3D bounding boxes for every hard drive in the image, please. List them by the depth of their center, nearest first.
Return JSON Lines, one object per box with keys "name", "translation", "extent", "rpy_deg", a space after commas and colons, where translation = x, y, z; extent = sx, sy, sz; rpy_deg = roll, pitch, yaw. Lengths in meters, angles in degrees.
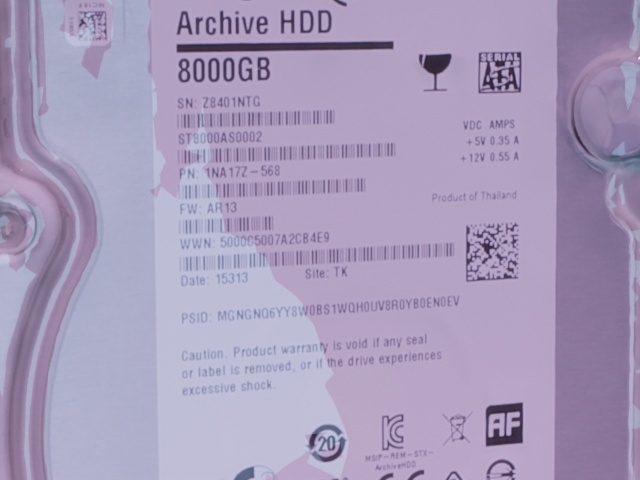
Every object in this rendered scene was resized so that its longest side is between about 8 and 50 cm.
{"name": "hard drive", "translation": [0.000, 0.000, 0.641], "extent": [0.237, 0.064, 0.339], "rpy_deg": [-3, 97, -21]}
